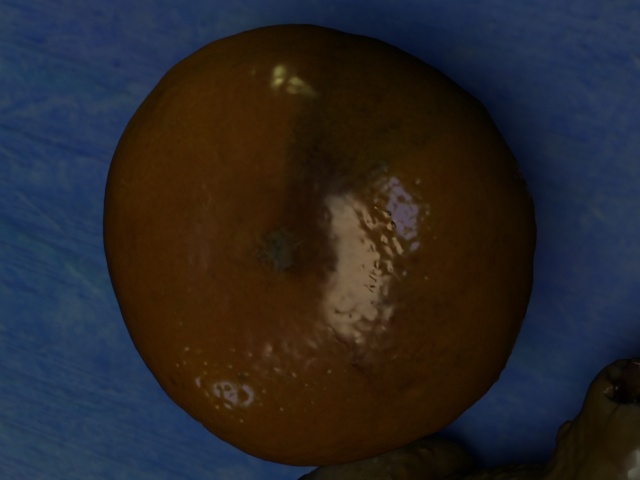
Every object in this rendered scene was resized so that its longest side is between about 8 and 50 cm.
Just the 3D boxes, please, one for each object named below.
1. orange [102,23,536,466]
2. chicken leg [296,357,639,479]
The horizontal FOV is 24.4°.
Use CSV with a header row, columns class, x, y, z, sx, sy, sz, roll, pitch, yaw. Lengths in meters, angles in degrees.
class,x,y,z,sx,sy,sz,roll,pitch,yaw
orange,0.000,0.000,0.790,0.240,0.171,0.240,3,96,26
chicken leg,0.118,0.157,0.817,0.295,0.182,0.409,26,106,29
